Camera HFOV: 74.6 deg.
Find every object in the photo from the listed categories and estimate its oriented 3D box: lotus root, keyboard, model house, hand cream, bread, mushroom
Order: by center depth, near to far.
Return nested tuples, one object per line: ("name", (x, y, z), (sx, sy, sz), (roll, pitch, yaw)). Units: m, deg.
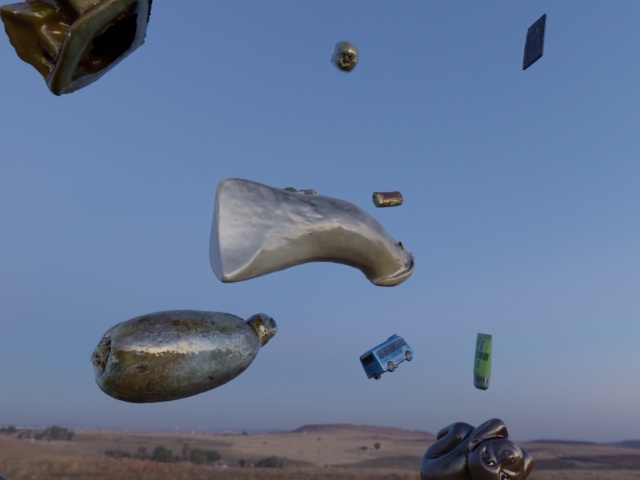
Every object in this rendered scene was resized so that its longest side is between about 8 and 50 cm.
("lotus root", (-0.210, 0.194, 0.723), (0.322, 0.140, 0.158), (5, -21, -40))
("mushroom", (0.001, 0.000, 0.751), (0.397, 0.177, 0.126), (3, -29, -30))
("model house", (-0.484, -0.452, 0.799), (0.239, 0.268, 0.173), (47, -13, -4))
("keyboard", (0.479, -0.446, 0.941), (0.010, 0.155, 0.053), (28, -30, -14))
("bread", (0.176, -0.107, 1.104), (0.083, 0.047, 0.036), (-6, -34, -31))
("lotus root", (0.077, -0.574, 1.315), (0.077, 0.183, 0.090), (14, -68, -14))
("hand cream", (0.521, 0.388, 1.353), (0.046, 0.175, 0.095), (6, -8, -4))

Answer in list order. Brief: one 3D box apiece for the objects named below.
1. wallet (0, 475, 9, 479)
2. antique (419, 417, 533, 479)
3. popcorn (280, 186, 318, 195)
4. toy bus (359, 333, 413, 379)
("wallet", (-0.579, 0.464, 0.649), (0.169, 0.044, 0.317), (32, -6, -9))
("antique", (0.298, 0.444, 0.833), (0.143, 0.121, 0.257), (-35, -5, -40))
("popcorn", (-0.089, -0.060, 1.413), (0.293, 0.237, 0.293), (11, 13, -3))
("toy bus", (0.099, 0.174, 0.630), (0.083, 0.046, 0.038), (-12, -25, -46))
